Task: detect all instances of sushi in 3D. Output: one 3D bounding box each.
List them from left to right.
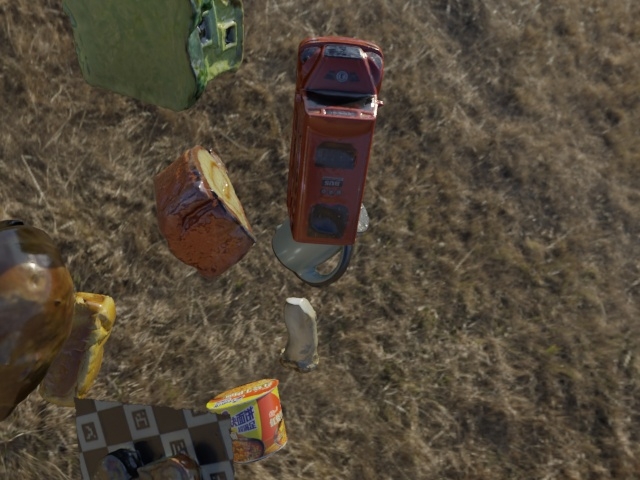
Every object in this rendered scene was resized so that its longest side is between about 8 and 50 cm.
[{"bbox_3d":[-0.296,0.435,1.036,0.069,0.339,0.320,-9,97,-64],"label":"sushi"}]

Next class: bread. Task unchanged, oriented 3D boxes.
[{"bbox_3d":[-0.646,0.285,1.694,0.132,0.167,0.294,21,88,-7],"label":"bread"},{"bbox_3d":[-0.196,-0.054,1.057,0.123,0.244,0.190,-32,122,6],"label":"bread"}]

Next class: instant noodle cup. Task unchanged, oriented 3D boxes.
[{"bbox_3d":[-0.192,0.503,1.756,0.213,0.213,0.174,-18,93,-30],"label":"instant noodle cup"}]

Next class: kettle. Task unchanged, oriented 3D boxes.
[{"bbox_3d":[0.000,0.000,1.622,0.161,0.236,0.221,-4,61,-54],"label":"kettle"}]

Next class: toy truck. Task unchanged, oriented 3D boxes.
[{"bbox_3d":[0.016,-0.120,0.801,0.107,0.253,0.114,3,36,-5],"label":"toy truck"}]

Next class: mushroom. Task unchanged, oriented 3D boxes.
[{"bbox_3d":[-0.045,0.187,1.286,0.084,0.209,0.071,13,42,15],"label":"mushroom"}]

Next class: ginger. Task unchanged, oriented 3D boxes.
[{"bbox_3d":[-0.384,0.113,0.710,0.165,0.321,0.172,21,48,-31],"label":"ginger"}]

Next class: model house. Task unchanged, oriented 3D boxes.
[{"bbox_3d":[-0.167,-0.290,0.732,0.195,0.214,0.189,16,38,24],"label":"model house"}]
